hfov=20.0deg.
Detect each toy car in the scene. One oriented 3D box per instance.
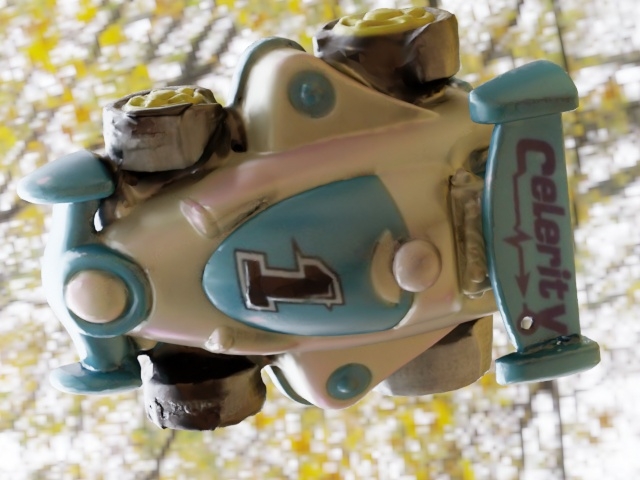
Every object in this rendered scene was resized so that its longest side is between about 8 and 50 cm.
[{"bbox_3d":[0.000,0.000,0.551,0.161,0.098,0.126,-13,-74,-25],"label":"toy car"}]
